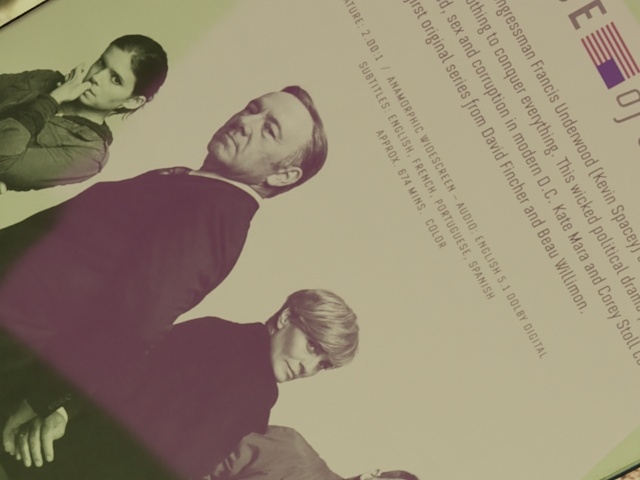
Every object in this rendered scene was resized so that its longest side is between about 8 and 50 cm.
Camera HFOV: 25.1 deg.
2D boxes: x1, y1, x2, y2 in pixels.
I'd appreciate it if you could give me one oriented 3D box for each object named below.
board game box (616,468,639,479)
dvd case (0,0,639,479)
[{"bbox_3d":[0.066,0.084,0.461,0.291,0.141,0.232,7,94,6],"label":"board game box"},{"bbox_3d":[0.000,0.000,0.377,0.239,0.029,0.179,-28,90,7],"label":"dvd case"}]
